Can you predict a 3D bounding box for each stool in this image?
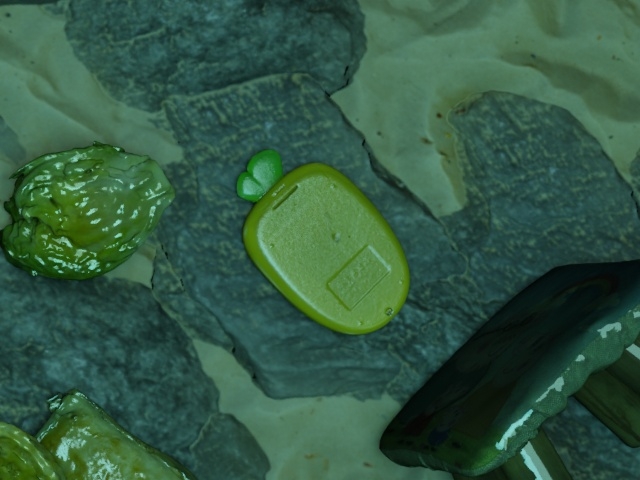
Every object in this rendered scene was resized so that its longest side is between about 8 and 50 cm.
[{"bbox_3d":[0.263,0.191,1.836,0.310,0.310,0.226,-43,101,-14],"label":"stool"}]

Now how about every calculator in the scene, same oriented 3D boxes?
[{"bbox_3d":[0.000,0.000,1.929,0.235,0.032,0.146,47,74,-6],"label":"calculator"}]

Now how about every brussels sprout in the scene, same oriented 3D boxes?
[{"bbox_3d":[-0.247,-0.032,1.842,0.181,0.100,0.139,-22,98,-17],"label":"brussels sprout"}]

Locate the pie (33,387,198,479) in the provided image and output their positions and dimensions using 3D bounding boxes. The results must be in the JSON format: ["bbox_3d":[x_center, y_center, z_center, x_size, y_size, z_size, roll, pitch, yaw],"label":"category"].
[{"bbox_3d":[-0.191,0.275,1.827,0.282,0.068,0.128,39,75,-2],"label":"pie"}]

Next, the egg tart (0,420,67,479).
[{"bbox_3d":[-0.382,0.298,1.724,0.294,0.123,0.294,0,78,-1],"label":"egg tart"}]
